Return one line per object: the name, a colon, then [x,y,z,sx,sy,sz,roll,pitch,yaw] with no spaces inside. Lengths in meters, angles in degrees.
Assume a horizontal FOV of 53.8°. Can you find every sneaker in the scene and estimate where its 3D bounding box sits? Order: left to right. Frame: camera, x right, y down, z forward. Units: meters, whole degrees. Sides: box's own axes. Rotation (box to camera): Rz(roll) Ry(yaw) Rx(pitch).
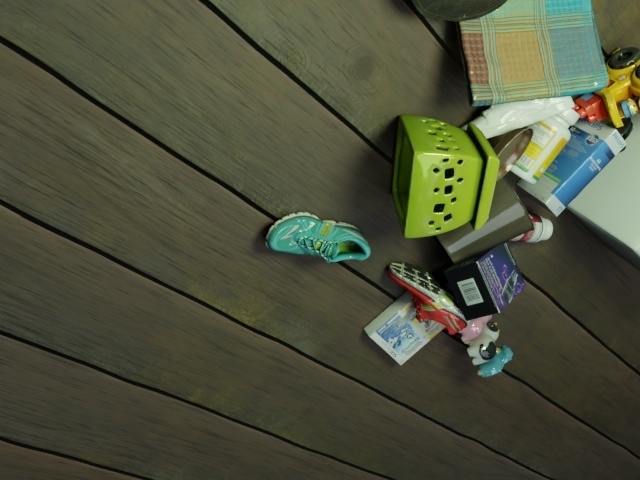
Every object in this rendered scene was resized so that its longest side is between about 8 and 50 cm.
sneaker: [0.000,0.000,1.556,0.275,0.110,0.107,3,118,-24]
sneaker: [0.289,0.168,1.743,0.279,0.107,0.118,35,116,-4]
sneaker: [0.453,-0.353,1.556,0.293,0.108,0.169,-21,99,10]
sneaker: [0.786,-0.276,1.763,0.170,0.089,0.051,-18,148,33]

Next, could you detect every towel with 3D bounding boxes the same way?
towel: [0.487,-0.458,1.452,0.370,0.040,0.271,-11,90,-17]

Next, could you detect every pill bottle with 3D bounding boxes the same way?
pill bottle: [0.584,-0.038,1.804,0.152,0.086,0.086,5,117,-27]
pill bottle: [0.571,-0.259,1.642,0.118,0.117,0.208,24,108,-33]

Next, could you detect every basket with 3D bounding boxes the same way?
basket: [0.416,-0.049,1.683,0.227,0.154,0.204,-34,96,6]

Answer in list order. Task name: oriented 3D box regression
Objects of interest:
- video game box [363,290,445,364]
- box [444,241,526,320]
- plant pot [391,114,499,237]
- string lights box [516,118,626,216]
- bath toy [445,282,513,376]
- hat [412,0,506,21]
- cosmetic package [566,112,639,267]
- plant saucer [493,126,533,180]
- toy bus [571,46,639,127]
video game box: [0.258,0.252,1.864,0.205,0.048,0.187,-42,129,5]
box: [0.452,0.105,1.721,0.207,0.108,0.153,-28,94,-48]
plant pot: [0.290,-0.152,1.486,0.207,0.227,0.228,1,123,-4]
string lights box: [0.675,-0.206,1.710,0.077,0.133,0.259,35,102,-35]
bath toy: [0.474,0.248,1.903,0.129,0.151,0.348,-24,120,12]
hat: [0.297,-0.624,1.288,0.331,0.134,0.331,-13,142,-10]
cosmetic package: [0.966,-0.090,1.790,0.394,0.327,0.329,30,105,-34]
plant saucer: [0.451,-0.211,1.540,0.168,0.029,0.168,-36,154,-21]
toy bus: [0.762,-0.363,1.608,0.211,0.220,0.149,-33,124,6]
